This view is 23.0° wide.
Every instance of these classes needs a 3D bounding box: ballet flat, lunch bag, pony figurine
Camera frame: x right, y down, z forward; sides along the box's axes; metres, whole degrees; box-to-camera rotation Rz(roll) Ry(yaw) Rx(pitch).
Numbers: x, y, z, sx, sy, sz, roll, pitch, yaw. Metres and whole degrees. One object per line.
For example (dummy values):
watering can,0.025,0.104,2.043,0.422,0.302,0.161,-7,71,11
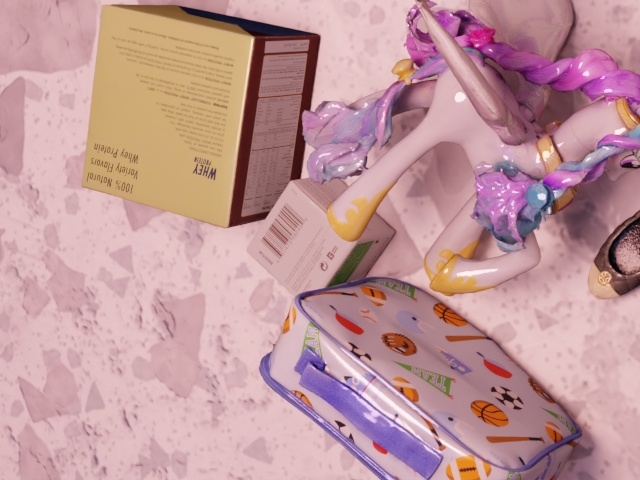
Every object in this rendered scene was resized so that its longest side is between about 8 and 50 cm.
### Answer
ballet flat,0.311,-0.007,1.487,0.057,0.049,0.173,50,119,17
lunch bag,0.091,0.155,1.535,0.303,0.243,0.115,36,114,22
pony figurine,0.152,-0.127,1.465,0.363,0.303,0.351,-33,101,36

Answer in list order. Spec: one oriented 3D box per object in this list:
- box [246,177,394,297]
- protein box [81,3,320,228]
box,0.000,0.000,1.661,0.102,0.087,0.101,43,117,19
protein box,-0.129,-0.139,1.692,0.200,0.136,0.201,16,105,29
